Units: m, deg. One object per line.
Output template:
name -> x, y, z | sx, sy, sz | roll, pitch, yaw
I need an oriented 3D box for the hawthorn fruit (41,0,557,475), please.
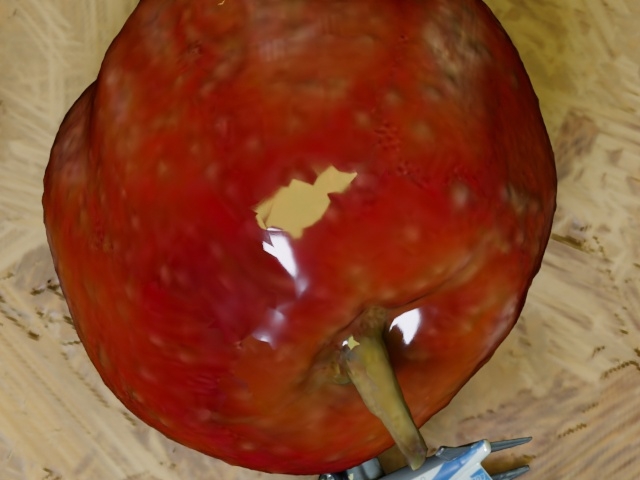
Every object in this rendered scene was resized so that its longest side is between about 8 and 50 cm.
hawthorn fruit -> 0.000, 0.000, 1.052 | 0.287, 0.287, 0.330 | -24, 44, 1

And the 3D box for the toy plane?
toy plane -> 0.024, 0.158, 1.134 | 0.226, 0.226, 0.058 | -24, 74, 41
